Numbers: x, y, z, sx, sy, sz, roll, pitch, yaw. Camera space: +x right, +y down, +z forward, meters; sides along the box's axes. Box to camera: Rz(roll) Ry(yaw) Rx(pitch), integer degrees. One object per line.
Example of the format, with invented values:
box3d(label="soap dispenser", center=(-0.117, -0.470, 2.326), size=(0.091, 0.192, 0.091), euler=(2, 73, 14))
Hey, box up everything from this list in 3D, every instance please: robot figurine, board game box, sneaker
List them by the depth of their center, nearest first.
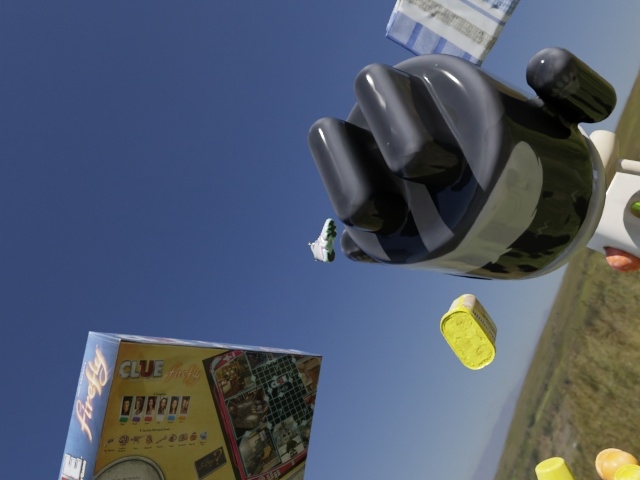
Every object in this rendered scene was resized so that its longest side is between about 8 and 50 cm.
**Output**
box3d(label="robot figurine", center=(0.123, -0.056, 0.528), size=(0.278, 0.209, 0.173), euler=(9, -92, -41))
box3d(label="board game box", center=(-0.097, 0.171, 0.529), size=(0.243, 0.042, 0.165), euler=(19, -102, -51))
box3d(label="sneaker", center=(0.000, 0.000, 1.384), size=(0.038, 0.069, 0.098), euler=(9, -94, -47))

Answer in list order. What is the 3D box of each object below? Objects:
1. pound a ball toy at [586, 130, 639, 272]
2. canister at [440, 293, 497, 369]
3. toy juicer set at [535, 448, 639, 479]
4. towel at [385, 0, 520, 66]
box3d(label="pound a ball toy", center=(0.474, -0.002, 0.801), size=(0.136, 0.319, 0.208), euler=(-64, -21, -2))
box3d(label="canister", center=(0.318, 0.186, 1.307), size=(0.073, 0.126, 0.170), euler=(-36, -4, 19))
box3d(label="toy juicer set", center=(0.401, 0.418, 0.929), size=(0.209, 0.089, 0.329), euler=(-28, -8, 32))
box3d(label="towel", center=(0.250, -0.448, 1.109), size=(0.034, 0.209, 0.285), euler=(-43, -17, -46))
